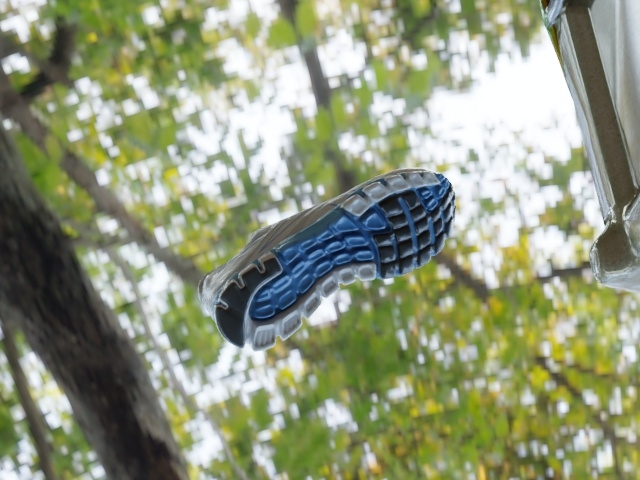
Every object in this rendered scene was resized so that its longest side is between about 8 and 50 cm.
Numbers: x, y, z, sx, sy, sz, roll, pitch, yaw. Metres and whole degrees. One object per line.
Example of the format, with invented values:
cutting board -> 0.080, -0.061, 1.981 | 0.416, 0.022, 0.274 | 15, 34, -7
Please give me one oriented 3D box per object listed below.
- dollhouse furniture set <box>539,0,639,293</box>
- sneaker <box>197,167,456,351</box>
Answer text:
dollhouse furniture set -> 0.162, -0.129, 0.502 | 0.151, 0.301, 0.197 | -6, -115, -10
sneaker -> 0.000, 0.000, 1.223 | 0.191, 0.071, 0.083 | -26, -156, -17
